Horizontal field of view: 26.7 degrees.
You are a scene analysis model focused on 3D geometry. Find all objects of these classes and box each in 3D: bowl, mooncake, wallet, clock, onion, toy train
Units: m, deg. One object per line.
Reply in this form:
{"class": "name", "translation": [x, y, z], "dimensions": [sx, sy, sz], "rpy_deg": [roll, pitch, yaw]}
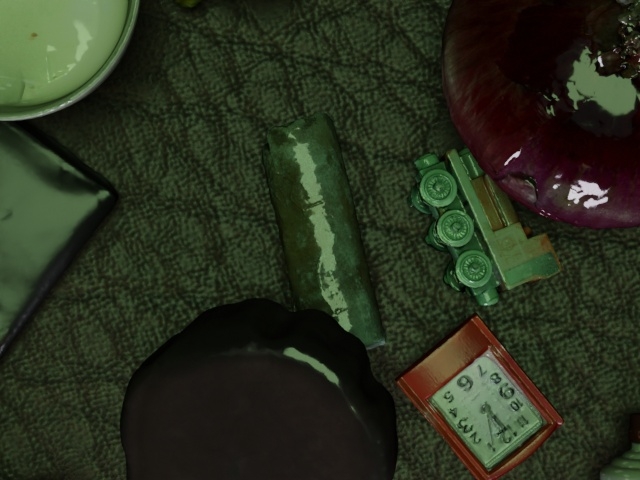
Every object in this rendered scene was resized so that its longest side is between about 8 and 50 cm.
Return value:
{"class": "bowl", "translation": [-0.313, -0.254, 1.410], "dimensions": [0.277, 0.145, 0.277], "rpy_deg": [0, 86, 2]}
{"class": "mooncake", "translation": [-0.056, 0.193, 1.358], "dimensions": [0.283, 0.141, 0.283], "rpy_deg": [5, 111, 12]}
{"class": "wallet", "translation": [-0.400, 0.043, 1.449], "dimensions": [0.197, 0.051, 0.378], "rpy_deg": [36, 89, 0]}
{"class": "clock", "translation": [0.168, 0.169, 1.427], "dimensions": [0.113, 0.061, 0.155], "rpy_deg": [-39, 91, 0]}
{"class": "onion", "translation": [0.296, -0.185, 1.327], "dimensions": [0.347, 0.285, 0.348], "rpy_deg": [1, 78, -3]}
{"class": "toy train", "translation": [0.169, -0.021, 1.430], "dimensions": [0.118, 0.074, 0.176], "rpy_deg": [-21, 83, -9]}

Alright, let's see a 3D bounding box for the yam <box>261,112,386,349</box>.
{"class": "yam", "translation": [0.000, 0.000, 1.420], "dimensions": [0.093, 0.093, 0.259], "rpy_deg": [-13, 87, 1]}

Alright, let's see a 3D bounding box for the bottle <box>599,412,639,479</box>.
{"class": "bottle", "translation": [0.342, 0.301, 1.396], "dimensions": [0.104, 0.104, 0.245], "rpy_deg": [-1, 89, 1]}

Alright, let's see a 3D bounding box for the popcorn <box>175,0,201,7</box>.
{"class": "popcorn", "translation": [-0.099, -0.337, 1.399], "dimensions": [0.212, 0.198, 0.198], "rpy_deg": [-34, 87, 34]}
